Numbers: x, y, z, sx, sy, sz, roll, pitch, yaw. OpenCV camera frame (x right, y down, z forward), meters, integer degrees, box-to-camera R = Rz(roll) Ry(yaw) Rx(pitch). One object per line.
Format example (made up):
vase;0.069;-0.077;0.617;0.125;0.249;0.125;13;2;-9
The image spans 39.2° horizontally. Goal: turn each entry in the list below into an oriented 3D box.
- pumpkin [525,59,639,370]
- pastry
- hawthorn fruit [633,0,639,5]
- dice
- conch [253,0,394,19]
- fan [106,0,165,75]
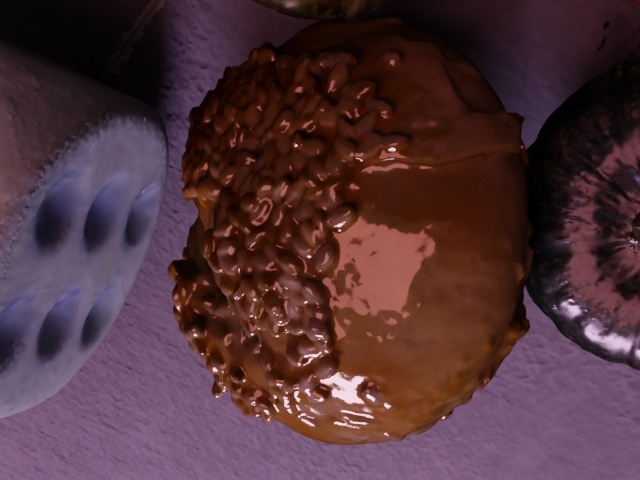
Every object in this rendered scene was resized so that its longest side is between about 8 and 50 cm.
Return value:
pumpkin;0.226;-0.013;0.573;0.211;0.152;0.212;8;117;16
pastry;0.000;0.000;0.618;0.285;0.184;0.316;65;145;28
hawthorn fruit;0.252;-0.184;0.455;0.251;0.189;0.189;25;127;-5
dice;-0.290;-0.032;0.693;0.262;0.268;0.265;24;93;7
conch;0.007;-0.226;0.571;0.181;0.187;0.124;7;159;24
fan;-0.090;-0.234;0.689;0.191;0.009;0.329;46;127;-5
